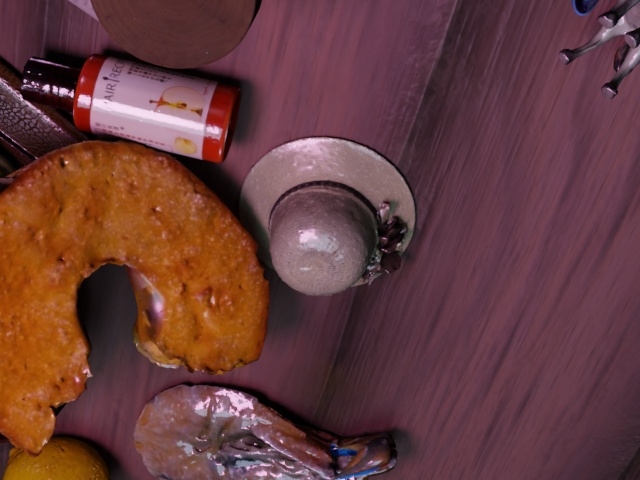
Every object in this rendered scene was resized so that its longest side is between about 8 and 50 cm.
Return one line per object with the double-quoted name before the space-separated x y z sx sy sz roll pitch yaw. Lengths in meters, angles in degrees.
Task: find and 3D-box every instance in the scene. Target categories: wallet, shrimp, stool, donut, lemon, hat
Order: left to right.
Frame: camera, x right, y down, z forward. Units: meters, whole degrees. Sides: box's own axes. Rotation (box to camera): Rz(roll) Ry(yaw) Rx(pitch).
"wallet" -0.446 -0.179 1.489 0.243 0.039 0.133 43 124 -17
"lemon" -0.440 0.419 1.827 0.206 0.173 0.173 14 126 2
"donut" -0.295 0.053 1.441 0.163 0.435 0.377 7 106 55
"stool" -0.132 -0.325 1.193 0.179 0.264 0.179 5 125 7
"shrimp" -0.094 0.329 1.760 0.446 0.110 0.221 1 117 14
"hat" 0.000 0.000 1.484 0.257 0.130 0.257 5 126 6

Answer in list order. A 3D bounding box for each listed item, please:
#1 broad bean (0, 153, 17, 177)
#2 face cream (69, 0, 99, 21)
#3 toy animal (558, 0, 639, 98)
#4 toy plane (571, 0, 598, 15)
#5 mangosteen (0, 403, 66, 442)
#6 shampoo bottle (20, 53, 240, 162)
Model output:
"broad bean" -0.511 -0.098 1.506 0.228 0.100 0.169 23 138 10
"face cream" -0.299 -0.347 1.323 0.314 0.089 0.143 37 124 -7
"toy animal" 0.368 -0.262 1.193 0.090 0.170 0.255 49 146 8
"toy plane" 0.311 -0.380 1.179 0.254 0.105 0.271 10 127 4
"mangosteen" -0.491 0.146 1.582 0.311 0.311 0.311 5 125 6
"shampoo bottle" -0.250 -0.180 1.414 0.278 0.104 0.104 13 126 0
